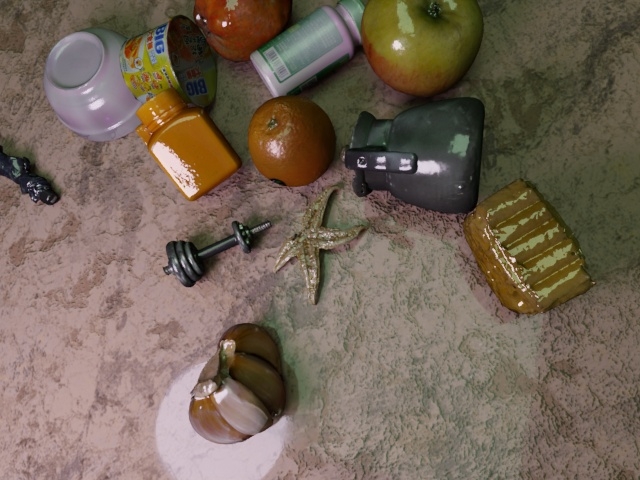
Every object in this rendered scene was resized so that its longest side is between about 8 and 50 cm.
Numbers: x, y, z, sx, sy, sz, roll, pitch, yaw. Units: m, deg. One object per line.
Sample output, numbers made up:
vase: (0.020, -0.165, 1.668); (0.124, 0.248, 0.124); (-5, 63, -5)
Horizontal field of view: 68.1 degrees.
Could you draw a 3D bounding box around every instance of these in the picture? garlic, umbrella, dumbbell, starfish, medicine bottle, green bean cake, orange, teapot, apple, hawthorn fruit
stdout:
garlic: (-0.168, 0.285, 0.937); (0.160, 0.214, 0.191); (-32, 117, 18)
umbrella: (-0.748, -0.164, 1.199); (0.224, 0.080, 0.071); (33, 50, 13)
dumbbell: (-0.225, 0.016, 1.041); (0.254, 0.110, 0.110); (-24, 74, -3)
starfish: (0.001, 0.001, 1.024); (0.138, 0.050, 0.247); (34, 88, 14)
medicine bottle: (-0.294, -0.215, 1.050); (0.149, 0.112, 0.222); (-35, 105, 3)
green bean cake: (0.361, 0.023, 0.861); (0.131, 0.224, 0.230); (-28, 77, 3)
orange: (-0.062, -0.211, 1.007); (0.206, 0.206, 0.206); (-2, 77, 10)
teapot: (0.162, -0.144, 0.923); (0.285, 0.223, 0.305); (5, 42, 20)
apple: (0.213, -0.427, 0.987); (0.261, 0.194, 0.261); (1, 85, -11)
hawthorn fruit: (-0.159, -0.545, 1.104); (0.262, 0.210, 0.210); (-35, 73, -12)
medicine bottle: (-0.014, -0.440, 1.084); (0.274, 0.133, 0.133); (-33, 73, 3)

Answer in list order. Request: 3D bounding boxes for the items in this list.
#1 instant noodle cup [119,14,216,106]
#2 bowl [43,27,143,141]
instant noodle cup: (-0.359, -0.411, 1.122); (0.153, 0.205, 0.205); (-3, 76, 20)
bowl: (-0.563, -0.405, 1.176); (0.287, 0.144, 0.287); (-2, 78, 10)
